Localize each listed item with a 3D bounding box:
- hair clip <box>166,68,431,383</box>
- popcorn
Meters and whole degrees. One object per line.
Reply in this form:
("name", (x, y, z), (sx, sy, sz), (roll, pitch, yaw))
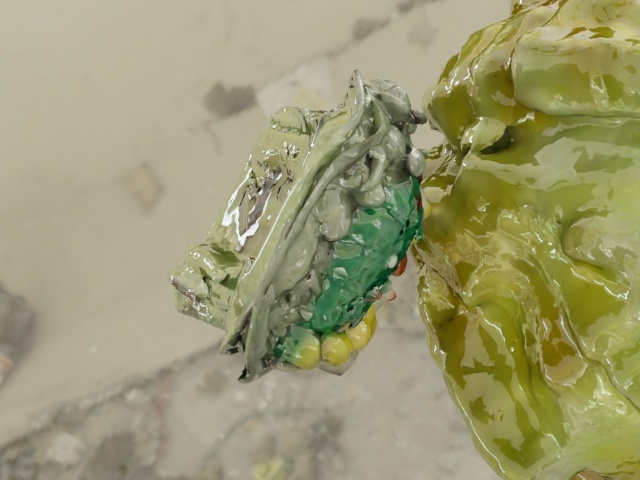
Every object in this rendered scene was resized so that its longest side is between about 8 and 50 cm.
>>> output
("hair clip", (0.002, 0.001, 0.719), (0.138, 0.091, 0.321), (-60, 9, -1))
("popcorn", (0.172, -0.003, 0.782), (0.335, 0.279, 0.274), (-30, 19, 47))
